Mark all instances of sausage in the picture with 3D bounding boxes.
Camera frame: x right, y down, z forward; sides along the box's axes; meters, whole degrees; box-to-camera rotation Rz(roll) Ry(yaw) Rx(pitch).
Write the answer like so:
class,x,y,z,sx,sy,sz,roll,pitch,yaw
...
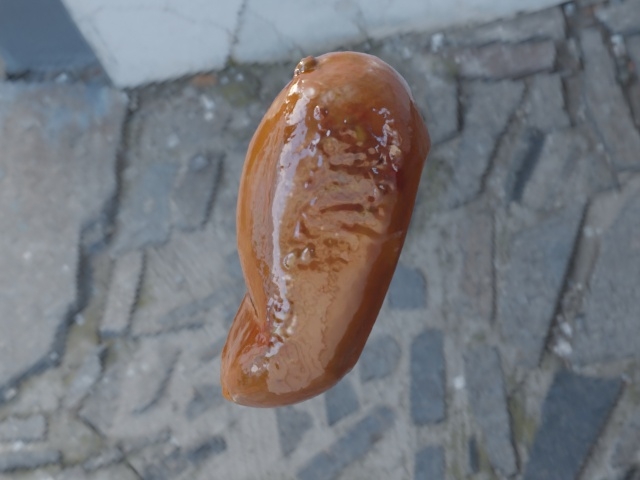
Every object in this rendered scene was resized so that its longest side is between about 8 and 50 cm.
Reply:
class,x,y,z,sx,sy,sz,roll,pitch,yaw
sausage,0.000,0.000,0.717,0.089,0.089,0.179,27,108,36
